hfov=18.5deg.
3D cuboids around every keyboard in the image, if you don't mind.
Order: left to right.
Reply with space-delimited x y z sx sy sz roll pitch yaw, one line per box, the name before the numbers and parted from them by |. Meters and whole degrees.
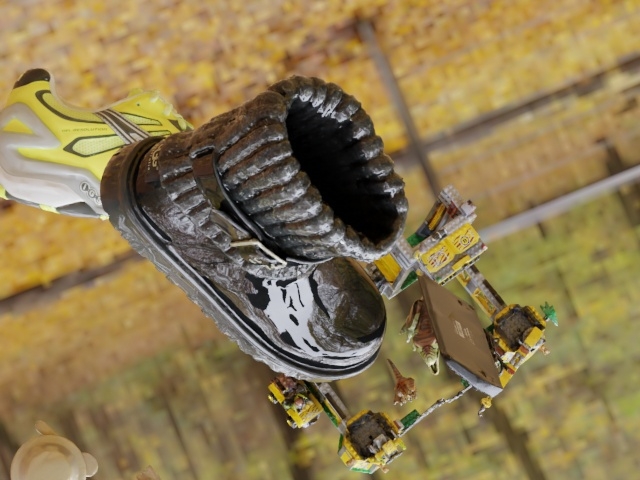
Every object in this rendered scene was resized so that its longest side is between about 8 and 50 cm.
keyboard | 0.135 0.105 1.908 0.038 0.100 0.192 -51 -163 17

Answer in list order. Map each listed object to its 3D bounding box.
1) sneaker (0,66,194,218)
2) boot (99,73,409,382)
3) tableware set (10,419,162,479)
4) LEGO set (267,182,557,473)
sneaker | -0.161 -0.080 2.081 0.385 0.147 0.145 12 -175 -9
boot | -0.002 0.003 1.739 0.260 0.131 0.348 -15 139 44
tableware set | -0.186 0.224 1.438 0.168 0.141 0.020 -55 -174 -11
LEGO set | 0.102 0.095 2.200 0.331 0.255 0.192 -27 168 -14
